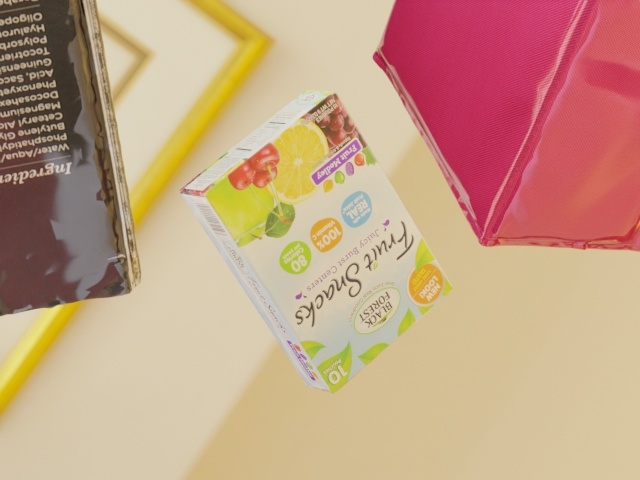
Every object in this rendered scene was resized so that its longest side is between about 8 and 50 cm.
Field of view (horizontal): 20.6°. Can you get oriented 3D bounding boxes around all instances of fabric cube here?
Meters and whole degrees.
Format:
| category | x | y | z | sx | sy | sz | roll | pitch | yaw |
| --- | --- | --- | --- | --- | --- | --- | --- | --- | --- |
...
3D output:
| category | x | y | z | sx | sy | sz | roll | pitch | yaw |
| --- | --- | --- | --- | --- | --- | --- | --- | --- | --- |
| fabric cube | 0.222 | -0.166 | 1.294 | 0.259 | 0.258 | 0.254 | 3 | 38 | -25 |

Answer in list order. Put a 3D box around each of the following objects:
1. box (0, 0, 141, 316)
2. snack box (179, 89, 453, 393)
| category | x | y | z | sx | sy | sz | roll | pitch | yaw |
| --- | --- | --- | --- | --- | --- | --- | --- | --- | --- |
| box | -0.339 | -0.258 | 1.469 | 0.480 | 0.297 | 0.472 | -105 | -173 | -46 |
| snack box | 0.000 | 0.000 | 0.994 | 0.141 | 0.100 | 0.037 | 58 | -21 | -20 |
